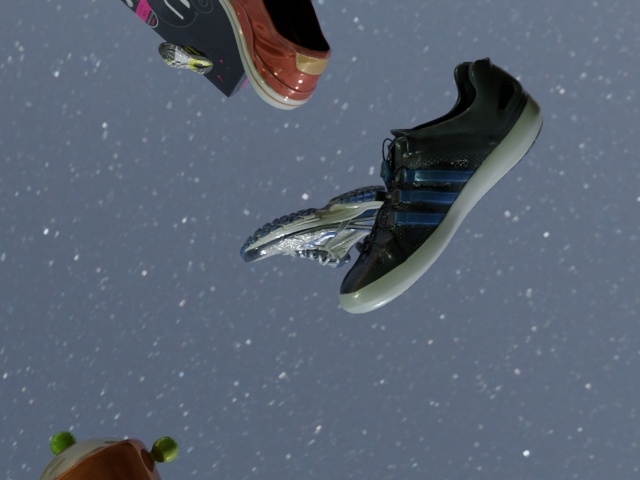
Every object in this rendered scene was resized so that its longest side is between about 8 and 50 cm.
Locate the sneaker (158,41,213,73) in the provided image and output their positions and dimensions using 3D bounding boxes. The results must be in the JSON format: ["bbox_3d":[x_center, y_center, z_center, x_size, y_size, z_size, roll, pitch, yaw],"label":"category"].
[{"bbox_3d":[-0.193,-0.260,1.419,0.083,0.031,0.035,19,-152,-34],"label":"sneaker"}]

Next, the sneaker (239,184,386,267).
[{"bbox_3d":[0.000,0.000,0.846,0.135,0.052,0.058,-20,-83,-4],"label":"sneaker"}]

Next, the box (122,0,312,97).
[{"bbox_3d":[-0.176,-0.388,1.571,0.270,0.165,0.143,41,-126,-2],"label":"box"}]

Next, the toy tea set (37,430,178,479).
[{"bbox_3d":[-0.241,0.240,0.679,0.336,0.200,0.124,-19,-114,-47],"label":"toy tea set"}]

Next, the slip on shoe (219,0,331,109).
[{"bbox_3d":[-0.073,-0.324,1.255,0.123,0.101,0.331,-4,-116,-42],"label":"slip on shoe"}]

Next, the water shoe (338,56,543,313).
[{"bbox_3d":[0.067,-0.041,0.714,0.080,0.073,0.203,43,-96,-13],"label":"water shoe"}]
